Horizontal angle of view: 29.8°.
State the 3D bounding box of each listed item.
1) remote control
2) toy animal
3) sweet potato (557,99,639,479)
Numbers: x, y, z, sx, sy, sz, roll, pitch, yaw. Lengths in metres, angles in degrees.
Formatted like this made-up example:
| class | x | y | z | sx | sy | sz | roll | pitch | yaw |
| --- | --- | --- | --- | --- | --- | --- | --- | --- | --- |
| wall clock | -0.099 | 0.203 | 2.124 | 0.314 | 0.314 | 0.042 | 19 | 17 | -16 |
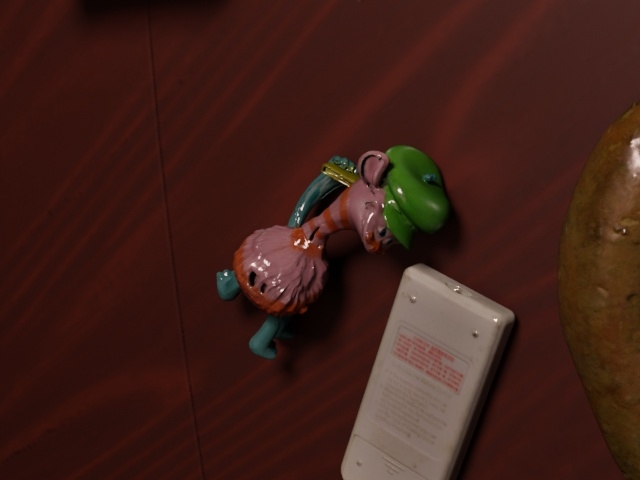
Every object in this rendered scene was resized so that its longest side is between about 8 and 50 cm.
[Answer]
| class | x | y | z | sx | sy | sz | roll | pitch | yaw |
| --- | --- | --- | --- | --- | --- | --- | --- | --- | --- |
| remote control | 0.073 | 0.117 | 0.869 | 0.087 | 0.029 | 0.190 | 28 | 115 | 28 |
| toy animal | 0.000 | 0.000 | 0.872 | 0.208 | 0.100 | 0.103 | -44 | 35 | 36 |
| sweet potato | 0.201 | -0.002 | 0.729 | 0.108 | 0.079 | 0.346 | 12 | 107 | 3 |
